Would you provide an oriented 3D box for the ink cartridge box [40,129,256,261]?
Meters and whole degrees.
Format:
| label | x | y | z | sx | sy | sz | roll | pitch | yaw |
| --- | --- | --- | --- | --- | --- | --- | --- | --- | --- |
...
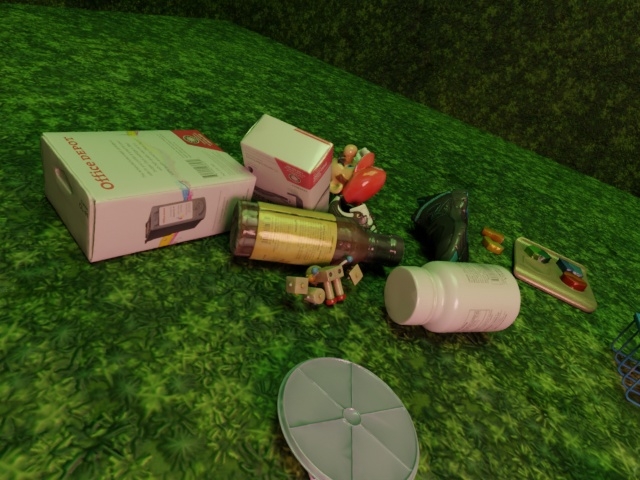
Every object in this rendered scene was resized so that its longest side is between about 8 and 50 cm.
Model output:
| label | x | y | z | sx | sy | sz | roll | pitch | yaw |
| --- | --- | --- | --- | --- | --- | --- | --- | --- | --- |
| ink cartridge box | -0.312 | -0.103 | 0.805 | 0.306 | 0.131 | 0.226 | -17 | 48 | -44 |

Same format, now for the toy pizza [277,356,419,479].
| label | x | y | z | sx | sy | sz | roll | pitch | yaw |
| --- | --- | --- | --- | --- | --- | --- | --- | --- | --- |
| toy pizza | 0.035 | 0.238 | 0.561 | 0.201 | 0.032 | 0.201 | 21 | 29 | -12 |

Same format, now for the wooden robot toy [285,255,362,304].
| label | x | y | z | sx | sy | sz | roll | pitch | yaw |
| --- | --- | --- | --- | --- | --- | --- | --- | --- | --- |
| wooden robot toy | -0.004 | 0.076 | 0.793 | 0.173 | 0.076 | 0.079 | -14 | 10 | -43 |

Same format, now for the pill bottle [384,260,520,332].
| label | x | y | z | sx | sy | sz | roll | pitch | yaw |
| --- | --- | --- | --- | --- | --- | --- | --- | --- | --- |
| pill bottle | 0.241 | 0.104 | 0.802 | 0.229 | 0.131 | 0.131 | 5 | 34 | -25 |

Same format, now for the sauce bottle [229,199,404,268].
| label | x | y | z | sx | sy | sz | roll | pitch | yaw |
| --- | --- | --- | --- | --- | --- | --- | --- | --- | --- |
| sauce bottle | 0.000 | 0.000 | 0.846 | 0.344 | 0.111 | 0.111 | 10 | 33 | -18 |

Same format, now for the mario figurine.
| label | x | y | z | sx | sy | sz | roll | pitch | yaw |
| --- | --- | --- | --- | --- | --- | --- | --- | --- | --- |
| mario figurine | 0.013 | -0.198 | 1.059 | 0.320 | 0.170 | 0.198 | 18 | 64 | 27 |

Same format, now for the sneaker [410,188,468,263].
| label | x | y | z | sx | sy | sz | roll | pitch | yaw |
| --- | --- | --- | --- | --- | --- | --- | --- | --- | --- |
| sneaker | 0.294 | -0.016 | 1.071 | 0.139 | 0.125 | 0.341 | -1 | 29 | 19 |

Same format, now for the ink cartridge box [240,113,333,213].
| label | x | y | z | sx | sy | sz | roll | pitch | yaw |
| --- | --- | --- | --- | --- | --- | --- | --- | --- | --- |
| ink cartridge box | -0.066 | -0.126 | 0.888 | 0.158 | 0.218 | 0.092 | 26 | 63 | 13 |

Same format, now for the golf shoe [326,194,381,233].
| label | x | y | z | sx | sy | sz | roll | pitch | yaw |
| --- | --- | --- | --- | --- | --- | --- | --- | --- | --- |
| golf shoe | 0.096 | -0.029 | 0.964 | 0.198 | 0.094 | 0.077 | 30 | 31 | 12 |

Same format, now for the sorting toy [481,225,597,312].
| label | x | y | z | sx | sy | sz | roll | pitch | yaw |
| --- | --- | --- | --- | --- | --- | --- | --- | --- | --- |
| sorting toy | 0.582 | 0.054 | 1.166 | 0.307 | 0.041 | 0.229 | 28 | 32 | 12 |

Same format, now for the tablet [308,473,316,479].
| label | x | y | z | sx | sy | sz | roll | pitch | yaw |
| --- | --- | --- | --- | --- | --- | --- | --- | --- | --- |
| tablet | -0.003 | 0.256 | 0.544 | 0.054 | 0.006 | 0.083 | 1 | 37 | -30 |

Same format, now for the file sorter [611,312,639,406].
| label | x | y | z | sx | sy | sz | roll | pitch | yaw |
| --- | --- | --- | --- | --- | --- | --- | --- | --- | --- |
| file sorter | 0.663 | 0.250 | 0.847 | 0.118 | 0.105 | 0.170 | 27 | 31 | 12 |
